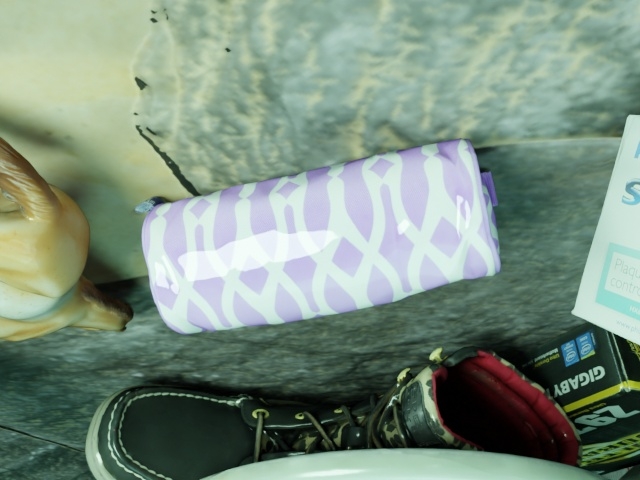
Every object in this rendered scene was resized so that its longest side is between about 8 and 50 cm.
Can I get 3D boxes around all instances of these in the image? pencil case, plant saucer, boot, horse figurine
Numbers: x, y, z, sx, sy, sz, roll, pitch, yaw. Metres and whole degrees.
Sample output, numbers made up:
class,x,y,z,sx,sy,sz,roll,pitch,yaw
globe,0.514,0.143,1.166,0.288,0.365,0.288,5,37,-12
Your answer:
class,x,y,z,sx,sy,sz,roll,pitch,yaw
pencil case,0.000,0.000,0.411,0.206,0.086,0.088,-10,-177,12
plant saucer,0.065,0.284,0.586,0.400,0.100,0.400,0,145,0
boot,0.015,0.181,0.636,0.377,0.138,0.284,28,137,-24
horse figurine,-0.195,0.007,0.413,0.174,0.066,0.263,10,149,-12

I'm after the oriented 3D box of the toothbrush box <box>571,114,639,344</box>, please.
class,x,y,z,sx,sy,sz,roll,pitch,yaw
toothbrush box,0.324,0.029,0.358,0.295,0.126,0.216,10,-171,-22

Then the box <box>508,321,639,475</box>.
class,x,y,z,sx,sy,sz,roll,pitch,yaw
box,0.278,0.195,0.776,0.257,0.079,0.322,16,143,-27

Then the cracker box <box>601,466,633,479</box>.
class,x,y,z,sx,sy,sz,roll,pitch,yaw
cracker box,0.486,0.405,1.157,0.232,0.067,0.156,-19,147,24

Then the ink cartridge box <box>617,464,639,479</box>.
class,x,y,z,sx,sy,sz,roll,pitch,yaw
ink cartridge box,0.521,0.305,0.771,0.197,0.198,0.270,-19,174,-37
